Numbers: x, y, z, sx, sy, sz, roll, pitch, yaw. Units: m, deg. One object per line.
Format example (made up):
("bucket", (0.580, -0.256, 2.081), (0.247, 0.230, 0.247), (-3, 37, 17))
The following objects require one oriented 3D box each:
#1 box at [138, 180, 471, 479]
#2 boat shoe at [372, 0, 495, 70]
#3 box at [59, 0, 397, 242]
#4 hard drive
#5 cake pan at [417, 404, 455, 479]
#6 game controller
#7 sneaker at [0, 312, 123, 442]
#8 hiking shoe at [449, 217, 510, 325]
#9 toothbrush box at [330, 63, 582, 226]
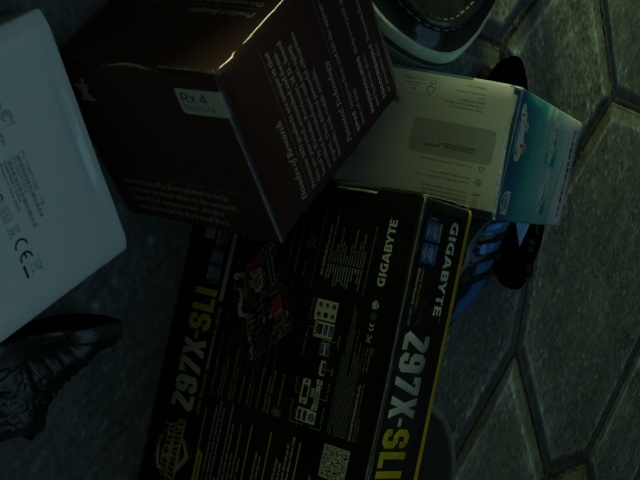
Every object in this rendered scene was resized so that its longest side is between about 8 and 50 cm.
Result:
("box", (-0.022, 0.104, 0.946), (0.079, 0.257, 0.322), (14, 87, -48))
("boat shoe", (0.162, -0.388, 1.115), (0.186, 0.156, 0.500), (33, 61, -13))
("box", (-0.068, -0.136, 0.889), (0.203, 0.168, 0.167), (-54, 140, -32))
("hard drive", (-0.273, -0.006, 0.725), (0.307, 0.040, 0.203), (-42, 126, -42))
("cake pan", (0.078, 0.340, 1.355), (0.293, 0.054, 0.293), (-23, 118, -52))
("game controller", (0.265, -0.090, 1.495), (0.166, 0.067, 0.319), (-49, 137, -37))
("sneaker", (-0.226, 0.112, 0.837), (0.170, 0.051, 0.089), (-9, 105, -49))
("hiking shoe", (0.178, -0.011, 1.350), (0.304, 0.113, 0.132), (-52, 152, -9))
("toothbrush box", (0.126, -0.097, 1.107), (0.295, 0.216, 0.126), (-2, 105, -67))
